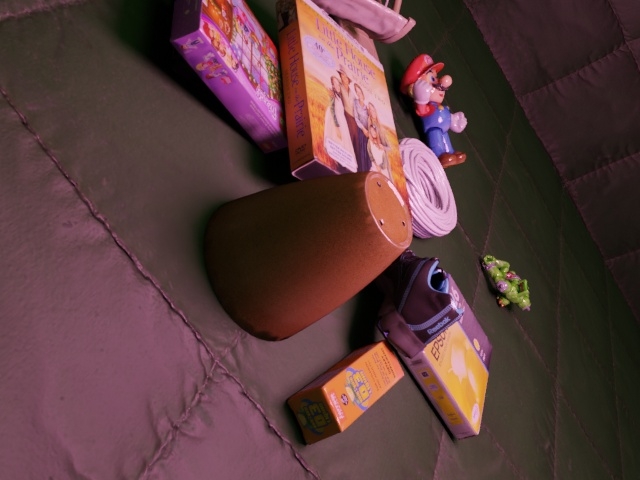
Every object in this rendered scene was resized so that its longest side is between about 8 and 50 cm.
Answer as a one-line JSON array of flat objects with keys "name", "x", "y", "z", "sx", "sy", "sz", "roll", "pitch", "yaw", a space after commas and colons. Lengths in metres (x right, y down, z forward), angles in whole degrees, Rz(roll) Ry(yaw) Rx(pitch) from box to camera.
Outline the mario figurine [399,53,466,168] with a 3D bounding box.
[{"name": "mario figurine", "x": 0.336, "y": -0.366, "z": 1.757, "sx": 0.198, "sy": 0.170, "sz": 0.320, "roll": -145, "pitch": -144, "yaw": -85}]

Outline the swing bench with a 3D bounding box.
[{"name": "swing bench", "x": 0.076, "y": -0.613, "z": 1.496, "sx": 0.253, "sy": 0.165, "sz": 0.255, "roll": 17, "pitch": 65, "yaw": -31}]

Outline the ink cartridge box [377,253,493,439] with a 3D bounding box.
[{"name": "ink cartridge box", "x": 0.266, "y": 0.210, "z": 1.371, "sx": 0.307, "sy": 0.072, "sz": 0.303, "roll": 58, "pitch": 33, "yaw": -15}]

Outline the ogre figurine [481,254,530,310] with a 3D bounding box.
[{"name": "ogre figurine", "x": 0.541, "y": 0.126, "z": 1.806, "sx": 0.197, "sy": 0.097, "sz": 0.118, "roll": 56, "pitch": 19, "yaw": -36}]

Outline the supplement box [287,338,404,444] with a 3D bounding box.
[{"name": "supplement box", "x": 0.047, "y": 0.237, "z": 1.020, "sx": 0.233, "sy": 0.080, "sz": 0.078, "roll": -21, "pitch": 85, "yaw": -56}]

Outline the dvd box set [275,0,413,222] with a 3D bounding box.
[{"name": "dvd box set", "x": 0.047, "y": -0.253, "z": 1.241, "sx": 0.307, "sy": 0.062, "sz": 0.420, "roll": 28, "pitch": 46, "yaw": -44}]

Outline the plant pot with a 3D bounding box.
[{"name": "plant pot", "x": 0.000, "y": 0.000, "z": 0.945, "sx": 0.237, "sy": 0.254, "sz": 0.237, "roll": 36, "pitch": 41, "yaw": -39}]

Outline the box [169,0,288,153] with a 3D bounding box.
[{"name": "box", "x": -0.139, "y": -0.312, "z": 1.069, "sx": 0.293, "sy": 0.057, "sz": 0.201, "roll": 48, "pitch": 33, "yaw": -53}]

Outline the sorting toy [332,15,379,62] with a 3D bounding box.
[{"name": "sorting toy", "x": 0.081, "y": -0.550, "z": 1.647, "sx": 0.208, "sy": 0.038, "sz": 0.193, "roll": 12, "pitch": 60, "yaw": -58}]

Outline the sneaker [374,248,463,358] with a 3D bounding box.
[{"name": "sneaker", "x": 0.180, "y": 0.080, "z": 1.213, "sx": 0.125, "sy": 0.139, "sz": 0.341, "roll": 47, "pitch": 17, "yaw": -28}]

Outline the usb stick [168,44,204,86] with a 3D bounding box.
[{"name": "usb stick", "x": -0.216, "y": -0.382, "z": 1.084, "sx": 0.077, "sy": 0.045, "sz": 0.278, "roll": 24, "pitch": 50, "yaw": -38}]

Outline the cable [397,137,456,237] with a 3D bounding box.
[{"name": "cable", "x": 0.237, "y": -0.125, "z": 1.535, "sx": 0.257, "sy": 0.089, "sz": 0.257, "roll": 62, "pitch": 31, "yaw": -7}]
